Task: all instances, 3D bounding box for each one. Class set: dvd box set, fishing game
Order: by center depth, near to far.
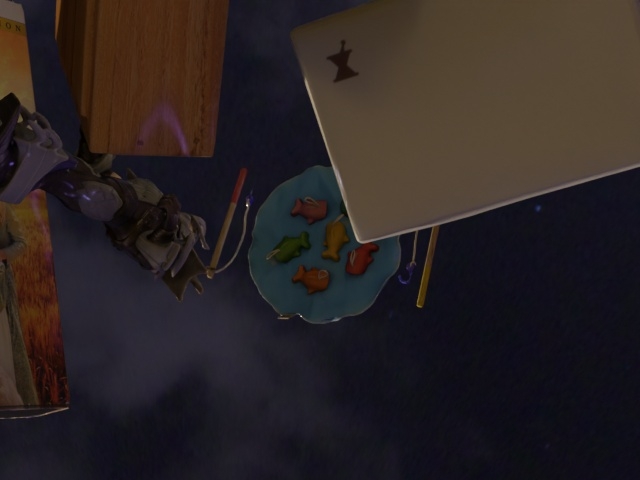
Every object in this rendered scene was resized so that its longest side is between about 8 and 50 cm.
[{"bbox_3d":[-0.376,-0.046,1.135,0.062,0.308,0.420,-17,-105,32],"label":"dvd box set"},{"bbox_3d":[0.000,0.000,1.373,0.264,0.041,0.189,11,-105,25],"label":"fishing game"}]

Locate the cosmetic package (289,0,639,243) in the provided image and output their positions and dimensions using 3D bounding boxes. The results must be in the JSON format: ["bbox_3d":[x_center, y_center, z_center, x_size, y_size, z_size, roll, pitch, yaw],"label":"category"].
[{"bbox_3d":[0.160,-0.137,1.033,0.230,0.453,0.161,-15,-84,18],"label":"cosmetic package"}]

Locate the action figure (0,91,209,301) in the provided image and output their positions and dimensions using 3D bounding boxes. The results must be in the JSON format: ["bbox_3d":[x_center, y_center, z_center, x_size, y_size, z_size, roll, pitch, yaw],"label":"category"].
[{"bbox_3d":[-0.187,-0.042,1.048,0.185,0.285,0.099,35,-84,40],"label":"action figure"}]

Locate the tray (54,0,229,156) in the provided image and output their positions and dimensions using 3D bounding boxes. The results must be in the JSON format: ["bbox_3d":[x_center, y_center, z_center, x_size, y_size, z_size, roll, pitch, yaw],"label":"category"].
[{"bbox_3d":[-0.091,-0.271,0.672,0.076,0.410,0.203,2,-158,-18],"label":"tray"}]
